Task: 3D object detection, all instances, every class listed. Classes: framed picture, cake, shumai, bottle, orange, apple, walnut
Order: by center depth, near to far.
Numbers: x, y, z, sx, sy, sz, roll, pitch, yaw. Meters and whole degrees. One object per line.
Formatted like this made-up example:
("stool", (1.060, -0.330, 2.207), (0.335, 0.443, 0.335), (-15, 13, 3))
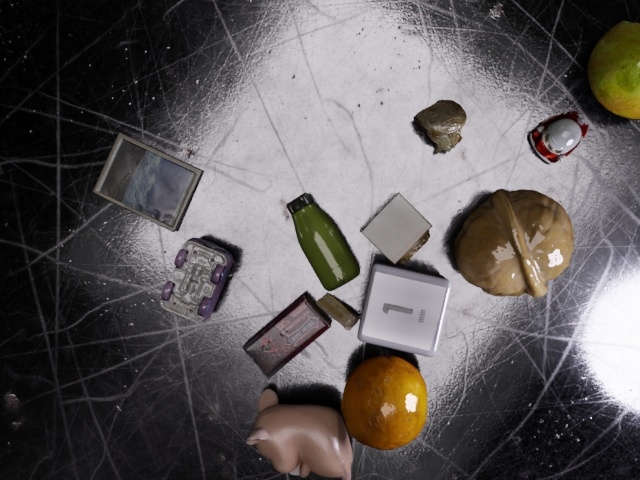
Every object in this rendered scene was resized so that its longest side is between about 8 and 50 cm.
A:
("apple", (0.786, -0.422, 1.611), (0.246, 0.226, 0.246), (0, 95, 2))
("walnut", (0.478, 0.010, 1.645), (0.296, 0.285, 0.285), (-23, 92, 11))
("orange", (0.165, 0.415, 1.707), (0.239, 0.240, 0.240), (0, 94, 4))
("shumai", (0.312, -0.287, 1.718), (0.145, 0.146, 0.116), (-6, 130, 5))
("bottle", (0.000, 0.000, 1.752), (0.112, 0.112, 0.260), (-30, 91, 5))
("cake", (0.046, 0.189, 1.790), (0.121, 0.065, 0.052), (39, 93, 8))
("framed picture", (-0.475, -0.160, 1.823), (0.259, 0.023, 0.189), (26, 92, 3))

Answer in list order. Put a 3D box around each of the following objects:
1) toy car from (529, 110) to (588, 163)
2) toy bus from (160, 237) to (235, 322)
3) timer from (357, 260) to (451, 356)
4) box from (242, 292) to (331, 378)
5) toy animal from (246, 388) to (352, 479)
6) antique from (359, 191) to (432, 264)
("toy car", (0.618, -0.270, 1.689), (0.139, 0.112, 0.112), (-38, 90, 6))
("toy bus", (-0.327, 0.099, 1.766), (0.141, 0.142, 0.203), (24, 96, 2))
("timer", (0.206, 0.166, 1.669), (0.194, 0.192, 0.195), (12, 92, 5))
("box", (-0.090, 0.257, 1.798), (0.224, 0.069, 0.120), (-39, 90, 4))
("toy animal", (-0.047, 0.527, 1.763), (0.256, 0.195, 0.213), (-2, 116, 5))
("antique", (0.199, -0.025, 1.717), (0.148, 0.152, 0.147), (44, 94, 3))
